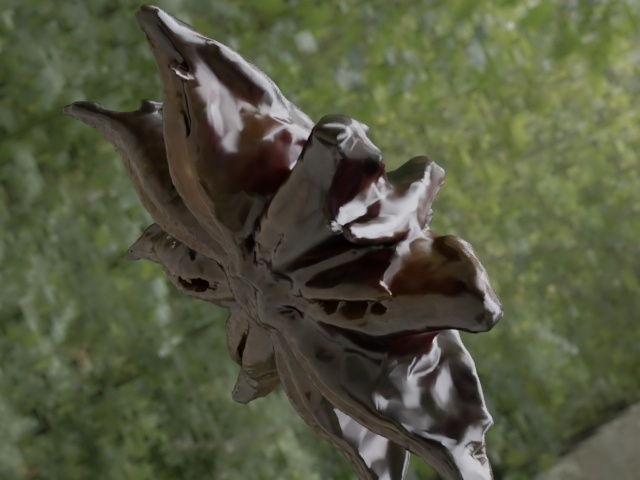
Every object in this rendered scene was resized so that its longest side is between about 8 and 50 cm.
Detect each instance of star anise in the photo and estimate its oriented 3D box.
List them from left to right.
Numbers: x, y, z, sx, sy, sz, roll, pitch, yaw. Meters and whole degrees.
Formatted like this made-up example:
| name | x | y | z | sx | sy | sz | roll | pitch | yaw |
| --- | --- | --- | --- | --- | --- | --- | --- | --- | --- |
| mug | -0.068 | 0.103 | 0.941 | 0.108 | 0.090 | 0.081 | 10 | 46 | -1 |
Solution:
| name | x | y | z | sx | sy | sz | roll | pitch | yaw |
| --- | --- | --- | --- | --- | --- | --- | --- | --- | --- |
| star anise | 0.000 | 0.000 | 0.799 | 0.272 | 0.102 | 0.272 | 39 | -30 | 27 |
